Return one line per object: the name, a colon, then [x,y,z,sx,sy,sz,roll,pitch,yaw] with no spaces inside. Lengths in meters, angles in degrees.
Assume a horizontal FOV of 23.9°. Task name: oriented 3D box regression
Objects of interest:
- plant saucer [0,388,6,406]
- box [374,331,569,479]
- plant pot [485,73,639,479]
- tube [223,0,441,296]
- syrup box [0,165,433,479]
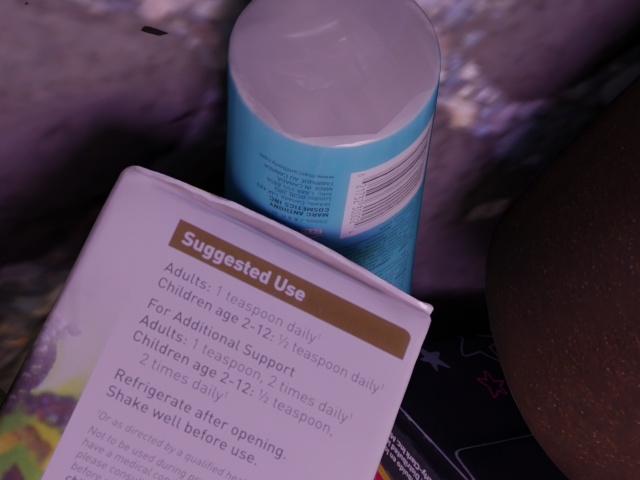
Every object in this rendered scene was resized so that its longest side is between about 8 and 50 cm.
plant saucer: [-0.208,0.080,0.458,0.241,0.037,0.241,-16,149,-10]
box: [0.108,0.134,0.573,0.247,0.163,0.142,-4,132,-44]
plant pot: [0.171,-0.002,0.437,0.230,0.215,0.215,-26,153,35]
tube: [0.000,0.000,0.461,0.080,0.052,0.207,-10,154,-8]
syrup box: [-0.062,0.110,0.384,0.096,0.237,0.093,25,154,-7]
